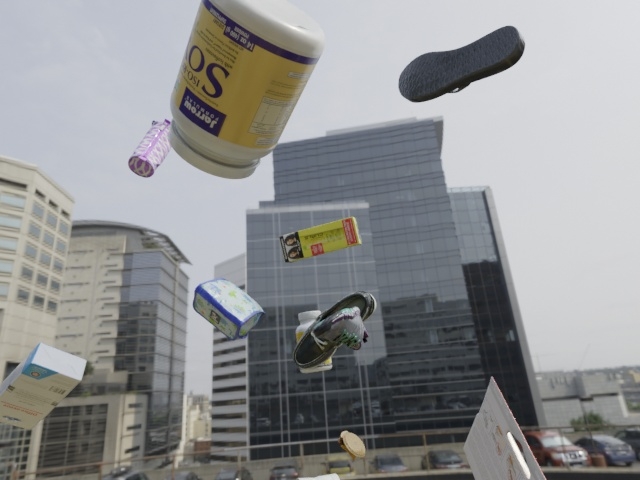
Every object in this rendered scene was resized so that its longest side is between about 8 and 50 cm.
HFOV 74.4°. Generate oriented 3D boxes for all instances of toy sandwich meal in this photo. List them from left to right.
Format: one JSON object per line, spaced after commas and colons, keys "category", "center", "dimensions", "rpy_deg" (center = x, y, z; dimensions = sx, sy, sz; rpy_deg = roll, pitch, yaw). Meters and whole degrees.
{"category": "toy sandwich meal", "center": [0.086, 0.566, 1.160], "dimensions": [0.085, 0.085, 0.029], "rpy_deg": [20, -68, -48]}

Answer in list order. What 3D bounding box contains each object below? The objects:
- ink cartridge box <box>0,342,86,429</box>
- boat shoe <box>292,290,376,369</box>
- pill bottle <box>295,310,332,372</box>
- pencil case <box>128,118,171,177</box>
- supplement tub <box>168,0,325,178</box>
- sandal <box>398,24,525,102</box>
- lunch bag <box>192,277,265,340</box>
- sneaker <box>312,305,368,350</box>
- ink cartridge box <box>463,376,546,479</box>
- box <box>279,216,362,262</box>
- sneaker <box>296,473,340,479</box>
{"category": "ink cartridge box", "center": [-0.598, 0.308, 0.884], "dimensions": [0.180, 0.060, 0.104], "rpy_deg": [-42, -56, 12]}
{"category": "boat shoe", "center": [0.025, 0.250, 1.188], "dimensions": [0.302, 0.114, 0.091], "rpy_deg": [-47, -21, 5]}
{"category": "pill bottle", "center": [-0.024, 0.322, 1.343], "dimensions": [0.103, 0.184, 0.103], "rpy_deg": [-7, -16, -2]}
{"category": "pencil case", "center": [-0.511, -0.285, 1.294], "dimensions": [0.086, 0.206, 0.088], "rpy_deg": [30, -43, -24]}
{"category": "supplement tub", "center": [-0.162, -0.318, 0.858], "dimensions": [0.240, 0.241, 0.331], "rpy_deg": [10, -51, -33]}
{"category": "sandal", "center": [0.256, -0.316, 0.798], "dimensions": [0.054, 0.097, 0.254], "rpy_deg": [17, -10, -42]}
{"category": "lunch bag", "center": [-0.203, 0.149, 0.925], "dimensions": [0.128, 0.096, 0.151], "rpy_deg": [37, -10, 9]}
{"category": "sneaker", "center": [0.063, 0.216, 0.994], "dimensions": [0.083, 0.098, 0.223], "rpy_deg": [-35, -15, 21]}
{"category": "ink cartridge box", "center": [0.355, 0.429, 0.756], "dimensions": [0.060, 0.275, 0.239], "rpy_deg": [1, -59, -6]}
{"category": "box", "center": [0.000, 0.000, 1.248], "dimensions": [0.232, 0.088, 0.058], "rpy_deg": [-13, -5, 13]}
{"category": "sneaker", "center": [0.010, 0.828, 1.258], "dimensions": [0.169, 0.108, 0.292], "rpy_deg": [9, 8, -21]}
